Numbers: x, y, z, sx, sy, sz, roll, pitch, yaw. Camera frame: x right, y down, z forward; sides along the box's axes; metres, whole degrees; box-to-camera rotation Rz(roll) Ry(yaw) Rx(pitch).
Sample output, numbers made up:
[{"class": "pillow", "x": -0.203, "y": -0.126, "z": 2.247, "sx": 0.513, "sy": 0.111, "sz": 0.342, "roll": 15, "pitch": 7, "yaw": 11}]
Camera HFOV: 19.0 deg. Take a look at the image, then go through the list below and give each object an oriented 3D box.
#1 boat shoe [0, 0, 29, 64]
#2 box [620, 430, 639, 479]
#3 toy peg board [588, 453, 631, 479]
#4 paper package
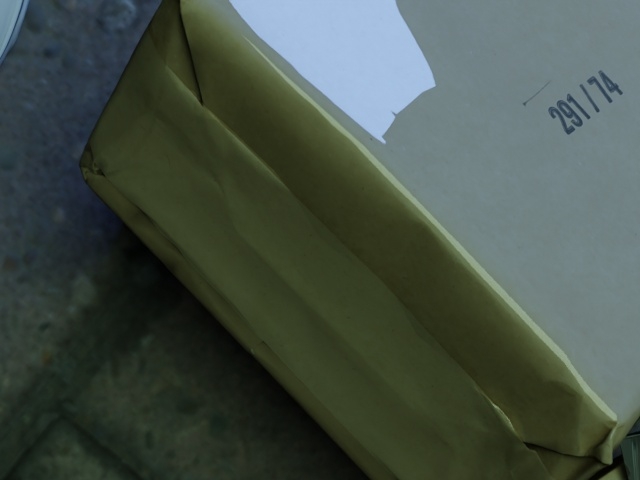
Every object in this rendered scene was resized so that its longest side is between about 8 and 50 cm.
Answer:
[{"class": "boat shoe", "x": -0.237, "y": -0.100, "z": 1.063, "sx": 0.096, "sy": 0.088, "sz": 0.267, "roll": 34, "pitch": 72, "yaw": -9}, {"class": "box", "x": 0.348, "y": 0.228, "z": 1.099, "sx": 0.395, "sy": 0.097, "sz": 0.318, "roll": -6, "pitch": 79, "yaw": -47}, {"class": "toy peg board", "x": 0.130, "y": 0.188, "z": 1.058, "sx": 0.161, "sy": 0.160, "sz": 0.079, "roll": -23, "pitch": 79, "yaw": -45}, {"class": "paper package", "x": 0.083, "y": -0.052, "z": 1.040, "sx": 0.309, "sy": 0.168, "sz": 0.325, "roll": 46, "pitch": 47, "yaw": 2}]
